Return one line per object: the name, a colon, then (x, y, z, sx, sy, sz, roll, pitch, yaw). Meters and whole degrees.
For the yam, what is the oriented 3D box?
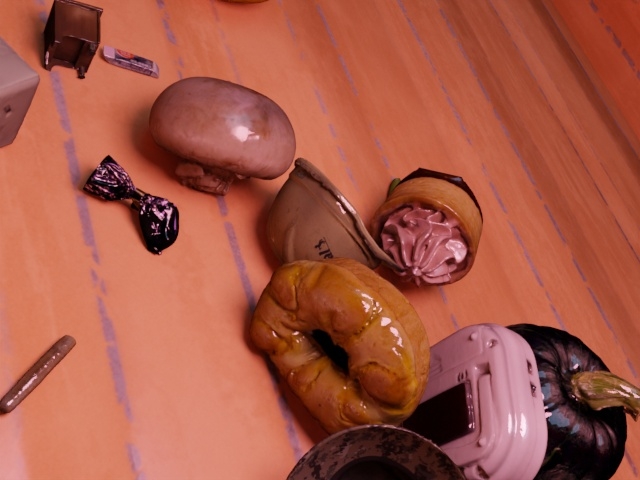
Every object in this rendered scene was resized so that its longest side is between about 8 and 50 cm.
yam: (-0.319, 0.149, 0.751, 0.021, 0.021, 0.116, 42, 40, -7)

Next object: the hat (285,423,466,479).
hat: (0.063, 0.336, 0.843, 0.265, 0.265, 0.128, 40, 5, -9)

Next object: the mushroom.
mushroom: (-0.149, -0.154, 1.019, 0.226, 0.178, 0.226, 10, 13, -2)

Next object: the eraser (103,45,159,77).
eraser: (-0.312, -0.296, 1.100, 0.099, 0.019, 0.027, 11, 53, -33)

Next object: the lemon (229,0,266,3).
lemon: (-0.161, -0.587, 1.293, 0.263, 0.236, 0.236, 46, 39, -25)

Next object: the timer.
timer: (0.190, 0.247, 0.926, 0.087, 0.262, 0.237, 26, 45, -22)

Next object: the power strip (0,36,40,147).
power strip: (-0.482, -0.214, 0.804, 0.224, 0.140, 0.139, 45, 42, -2)

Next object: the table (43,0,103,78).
table: (-0.375, -0.302, 1.006, 0.070, 0.083, 0.082, 7, 62, -33)

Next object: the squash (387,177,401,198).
squash: (0.150, -0.099, 1.339, 0.027, 0.027, 0.089, 32, 42, -17)

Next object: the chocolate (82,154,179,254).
chocolate: (-0.258, -0.052, 0.935, 0.147, 0.072, 0.070, 44, 0, -17)

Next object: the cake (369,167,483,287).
cake: (0.174, -0.005, 1.161, 0.178, 0.185, 0.208, -42, 112, -53)

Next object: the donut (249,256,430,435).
donut: (0.034, 0.137, 0.907, 0.261, 0.208, 0.128, 48, 34, 16)

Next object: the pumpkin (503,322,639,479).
pumpkin: (0.372, 0.260, 1.066, 0.296, 0.296, 0.296, 22, 47, -26)

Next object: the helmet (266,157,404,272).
helmet: (0.000, 0.005, 1.051, 0.257, 0.137, 0.204, 48, -4, -36)
